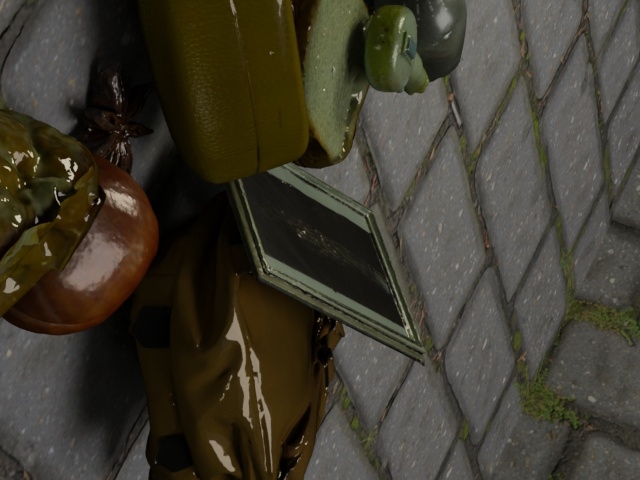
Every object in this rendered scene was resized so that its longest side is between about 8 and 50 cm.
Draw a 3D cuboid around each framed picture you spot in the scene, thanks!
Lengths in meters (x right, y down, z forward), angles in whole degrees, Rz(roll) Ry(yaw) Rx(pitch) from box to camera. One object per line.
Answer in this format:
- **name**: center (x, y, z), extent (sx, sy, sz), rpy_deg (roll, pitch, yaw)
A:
- **framed picture**: center (0.000, 0.000, 1.998), extent (0.018, 0.231, 0.293), rpy_deg (-37, 140, 22)

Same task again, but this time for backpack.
- **backpack**: center (-0.090, 0.111, 2.055), extent (0.378, 0.201, 0.353), rpy_deg (-39, 129, -66)

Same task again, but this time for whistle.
- **whistle**: center (0.100, -0.216, 2.217), extent (0.198, 0.057, 0.104), rpy_deg (38, 61, -69)

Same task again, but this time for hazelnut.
- **hazelnut**: center (-0.227, -0.005, 1.631), extent (0.182, 0.182, 0.182), rpy_deg (-51, 153, -40)

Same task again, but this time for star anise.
- **star anise**: center (-0.206, -0.108, 1.794), extent (0.141, 0.042, 0.141), rpy_deg (9, 90, -73)

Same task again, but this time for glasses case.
- **glasses case**: center (-0.103, -0.203, 1.777), extent (0.141, 0.173, 0.371), rpy_deg (-18, 136, -8)

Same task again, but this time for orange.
- **orange**: center (-0.323, 0.015, 1.366), extent (0.271, 0.210, 0.368), rpy_deg (-56, -177, 25)

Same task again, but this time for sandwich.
- **sandwich**: center (-0.010, -0.212, 2.121), extent (0.251, 0.087, 0.226), rpy_deg (44, 56, -67)

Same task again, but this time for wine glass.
- **wine glass**: center (0.122, -0.314, 2.311), extent (0.126, 0.126, 0.241), rpy_deg (-57, 154, -31)

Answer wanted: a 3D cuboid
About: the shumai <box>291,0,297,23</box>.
- **shumai**: center (-0.073, -0.258, 1.937), extent (0.105, 0.139, 0.123), rpy_deg (13, 66, -39)
